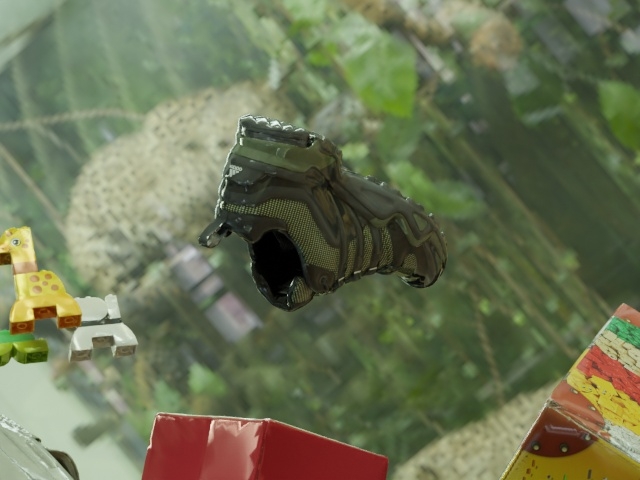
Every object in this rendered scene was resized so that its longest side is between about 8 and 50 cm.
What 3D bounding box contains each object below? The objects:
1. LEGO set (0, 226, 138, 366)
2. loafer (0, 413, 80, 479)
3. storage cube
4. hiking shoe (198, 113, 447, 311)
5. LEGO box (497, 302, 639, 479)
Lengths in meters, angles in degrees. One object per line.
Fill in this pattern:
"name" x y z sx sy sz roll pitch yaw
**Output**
"LEGO set" -0.266 0.046 1.245 0.227 0.093 0.087 -5 -34 -19
"loafer" -0.244 0.199 1.179 0.319 0.111 0.112 32 113 59
"storage cube" -0.067 0.295 1.585 0.184 0.215 0.193 -4 70 46
"hiking shoe" 0.000 0.000 1.075 0.086 0.227 0.114 23 83 46
"LEGO box" 0.241 0.358 1.611 0.500 0.193 0.372 -62 -13 20
